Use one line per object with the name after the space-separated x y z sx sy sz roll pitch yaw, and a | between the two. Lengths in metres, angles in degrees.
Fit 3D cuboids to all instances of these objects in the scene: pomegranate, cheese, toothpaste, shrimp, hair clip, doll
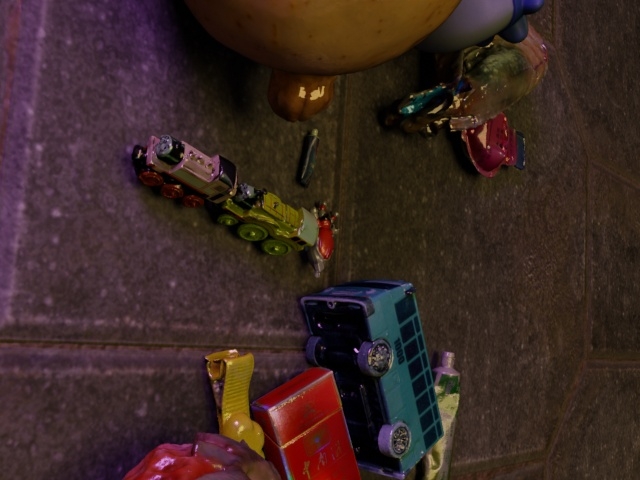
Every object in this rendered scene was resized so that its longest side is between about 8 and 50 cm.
-0.001 -0.330 0.755 0.410 0.409 0.411 4 85 -47 | pomegranate
0.324 -0.189 1.306 0.244 0.062 0.155 8 82 -48 | cheese
0.197 0.308 1.153 0.078 0.046 0.248 15 79 -42 | toothpaste
0.254 -0.303 1.193 0.221 0.110 0.445 47 51 0 | shrimp
-0.099 0.219 0.832 0.072 0.046 0.173 -5 94 -44 | hair clip
-0.001 0.000 0.957 0.057 0.039 0.114 74 23 -57 | doll
-0.015 -0.115 0.962 0.027 0.019 0.083 42 56 -66 | toothpaste

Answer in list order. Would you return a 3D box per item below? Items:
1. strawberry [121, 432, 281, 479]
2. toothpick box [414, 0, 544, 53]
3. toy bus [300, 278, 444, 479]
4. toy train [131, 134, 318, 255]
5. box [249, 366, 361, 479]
-0.158 0.360 0.695 0.336 0.149 0.265 -70 158 -8 | strawberry
0.189 -0.438 1.028 0.355 0.262 0.263 56 51 -32 | toothpick box
0.076 0.178 0.966 0.147 0.128 0.256 -25 107 -45 | toy bus
-0.107 -0.051 0.812 0.249 0.085 0.053 31 49 -42 | toy train
-0.015 0.268 0.907 0.112 0.048 0.175 -25 106 -36 | box
